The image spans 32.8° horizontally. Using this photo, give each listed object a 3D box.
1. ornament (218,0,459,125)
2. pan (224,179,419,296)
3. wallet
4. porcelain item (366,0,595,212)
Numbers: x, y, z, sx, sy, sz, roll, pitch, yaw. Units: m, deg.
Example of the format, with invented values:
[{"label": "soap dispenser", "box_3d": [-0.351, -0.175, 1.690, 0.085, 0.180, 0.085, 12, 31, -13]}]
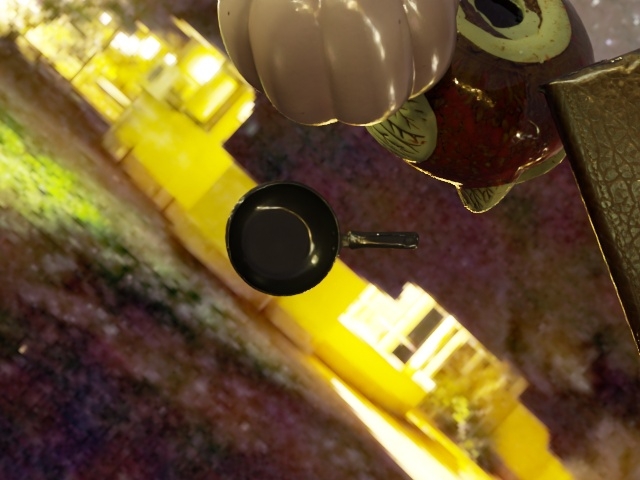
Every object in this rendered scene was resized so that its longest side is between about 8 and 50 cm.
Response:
[{"label": "ornament", "box_3d": [0.014, -0.174, 0.771, 0.177, 0.177, 0.177, 43, 1, -1]}, {"label": "pan", "box_3d": [0.000, 0.000, 0.645, 0.115, 0.068, 0.023, 2, -5, -9]}, {"label": "wallet", "box_3d": [0.264, -0.024, 0.792, 0.243, 0.133, 0.039, 67, 18, -7]}, {"label": "porcelain item", "box_3d": [0.124, -0.147, 1.018, 0.253, 0.253, 0.253, 43, 1, -1]}]
